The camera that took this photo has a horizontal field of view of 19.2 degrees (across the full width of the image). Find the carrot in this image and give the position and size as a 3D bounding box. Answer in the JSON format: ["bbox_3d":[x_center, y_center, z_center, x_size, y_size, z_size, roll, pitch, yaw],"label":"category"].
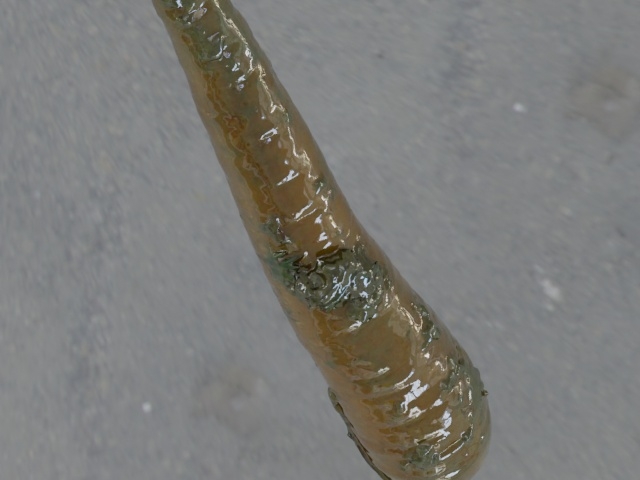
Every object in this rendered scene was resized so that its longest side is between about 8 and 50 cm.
[{"bbox_3d":[0.000,0.000,0.569,0.049,0.049,0.254,-33,132,-3],"label":"carrot"}]
